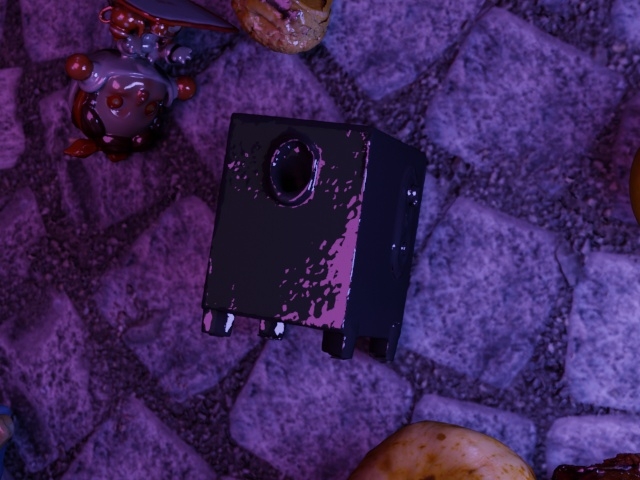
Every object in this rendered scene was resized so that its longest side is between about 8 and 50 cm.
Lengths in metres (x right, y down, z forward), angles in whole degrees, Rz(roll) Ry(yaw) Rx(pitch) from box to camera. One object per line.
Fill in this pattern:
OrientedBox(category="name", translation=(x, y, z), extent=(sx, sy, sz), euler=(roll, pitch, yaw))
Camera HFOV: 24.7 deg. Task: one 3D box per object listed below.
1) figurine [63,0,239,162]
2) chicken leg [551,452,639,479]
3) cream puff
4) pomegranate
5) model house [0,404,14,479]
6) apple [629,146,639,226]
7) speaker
OrientedBox(category="figurine", translation=(-0.244, -0.198, 1.807), extent=(0.160, 0.183, 0.226), euler=(34, 109, 27))
OrientedBox(category="chicken leg", translation=(0.357, 0.273, 1.619), extent=(0.205, 0.053, 0.093), euler=(-7, 106, 25))
OrientedBox(category="cream puff", translation=(-0.045, -0.280, 1.766), extent=(0.104, 0.119, 0.133), euler=(-40, 61, 34))
OrientedBox(category="pomegranate", translation=(0.125, 0.314, 1.597), extent=(0.248, 0.248, 0.248), euler=(-2, 85, 19))
OrientedBox(category="model house", translation=(-0.477, 0.397, 1.750), extent=(0.342, 0.334, 0.382), euler=(-44, 84, 12))
OrientedBox(category="apple", translation=(0.419, -0.064, 1.568), extent=(0.182, 0.155, 0.182), euler=(-3, 83, 20))
OrientedBox(category="speaker", translation=(0.000, 0.000, 1.664), extent=(0.184, 0.232, 0.254), euler=(8, 87, 20))
